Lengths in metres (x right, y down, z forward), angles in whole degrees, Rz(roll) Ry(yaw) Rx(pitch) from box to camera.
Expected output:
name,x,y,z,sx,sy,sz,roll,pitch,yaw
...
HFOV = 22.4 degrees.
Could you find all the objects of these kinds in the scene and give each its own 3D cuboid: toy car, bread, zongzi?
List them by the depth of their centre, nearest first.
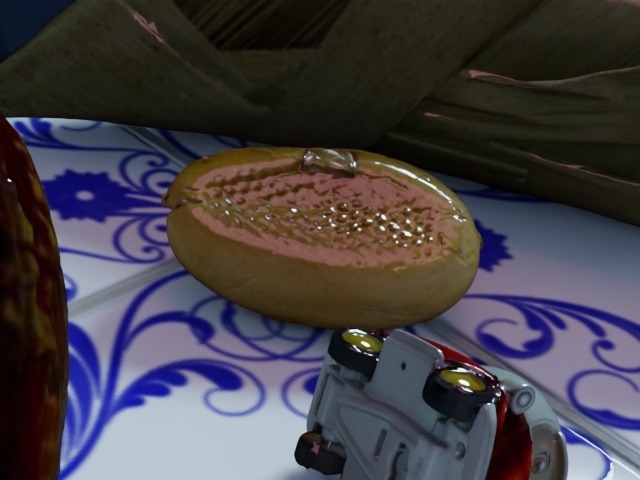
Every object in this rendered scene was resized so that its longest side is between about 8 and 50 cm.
name,x,y,z,sx,sy,sz,roll,pitch,yaw
toy car,0.065,0.100,0.810,0.112,0.112,0.139,4,22,-36
bread,0.000,0.000,0.950,0.189,0.077,0.114,7,65,-2
zongzi,0.100,-0.055,1.031,0.467,0.218,0.500,-38,64,-18

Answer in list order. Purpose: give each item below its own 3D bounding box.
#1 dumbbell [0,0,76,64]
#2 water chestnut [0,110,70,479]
name,x,y,z,sx,sy,sz,roll,pitch,yaw
dumbbell,-0.214,-0.224,1.010,0.156,0.316,0.143,21,69,2
water chestnut,-0.259,0.064,0.649,0.351,0.350,0.302,18,-7,12
